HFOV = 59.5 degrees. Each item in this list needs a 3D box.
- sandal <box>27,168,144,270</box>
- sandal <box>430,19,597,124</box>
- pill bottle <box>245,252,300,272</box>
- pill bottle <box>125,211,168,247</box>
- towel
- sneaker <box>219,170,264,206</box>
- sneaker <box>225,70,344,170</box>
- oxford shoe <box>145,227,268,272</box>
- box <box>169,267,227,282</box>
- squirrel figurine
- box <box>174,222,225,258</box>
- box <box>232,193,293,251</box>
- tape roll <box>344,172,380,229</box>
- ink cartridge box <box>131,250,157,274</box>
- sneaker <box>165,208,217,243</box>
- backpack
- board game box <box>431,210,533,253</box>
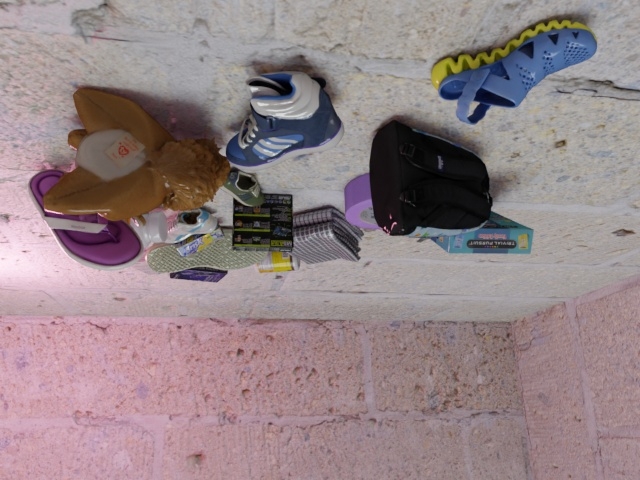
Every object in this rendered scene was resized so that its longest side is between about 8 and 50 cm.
[{"bbox_3d":[-0.637,-0.066,1.463,0.416,0.169,0.102,35,148,19],"label":"sandal"},{"bbox_3d":[0.381,-0.321,1.111,0.317,0.138,0.126,-16,154,31],"label":"sandal"},{"bbox_3d":[-0.192,0.067,2.202,0.214,0.118,0.117,-4,161,7],"label":"pill bottle"},{"bbox_3d":[-0.634,-0.038,1.832,0.245,0.137,0.136,-3,161,3],"label":"pill bottle"},{"bbox_3d":[0.000,0.000,1.995,0.234,0.122,0.283,-13,154,25],"label":"towel"},{"bbox_3d":[-0.212,-0.152,1.647,0.086,0.064,0.192,-9,157,35],"label":"sneaker"},{"bbox_3d":[-0.127,-0.278,1.236,0.322,0.130,0.236,-7,151,28],"label":"sneaker"},{"bbox_3d":[-0.418,0.027,2.078,0.448,0.169,0.130,-6,-157,-11],"label":"oxford shoe"},{"bbox_3d":[-0.494,0.096,2.274,0.206,0.108,0.153,7,160,-24],"label":"box"},{"bbox_3d":[-0.421,-0.144,1.365,0.396,0.281,0.370,5,166,-10],"label":"squirrel figurine"},{"bbox_3d":[-0.423,-0.005,1.954,0.168,0.054,0.059,-25,137,-3],"label":"box"},{"bbox_3d":[-0.179,-0.057,1.745,0.190,0.184,0.045,1,162,-10],"label":"box"},{"bbox_3d":[0.212,-0.121,1.741,0.274,0.090,0.275,-1,160,0],"label":"tape roll"},{"bbox_3d":[-0.709,0.087,2.302,0.104,0.060,0.180,-6,161,13],"label":"ink cartridge box"},{"bbox_3d":[-0.466,-0.056,1.894,0.228,0.088,0.092,-16,148,20],"label":"sneaker"},{"bbox_3d":[0.297,-0.135,1.477,0.355,0.291,0.273,-1,171,-24],"label":"backpack"},{"bbox_3d":[0.472,-0.035,1.771,0.253,0.079,0.336,1,-166,-7],"label":"board game box"}]
